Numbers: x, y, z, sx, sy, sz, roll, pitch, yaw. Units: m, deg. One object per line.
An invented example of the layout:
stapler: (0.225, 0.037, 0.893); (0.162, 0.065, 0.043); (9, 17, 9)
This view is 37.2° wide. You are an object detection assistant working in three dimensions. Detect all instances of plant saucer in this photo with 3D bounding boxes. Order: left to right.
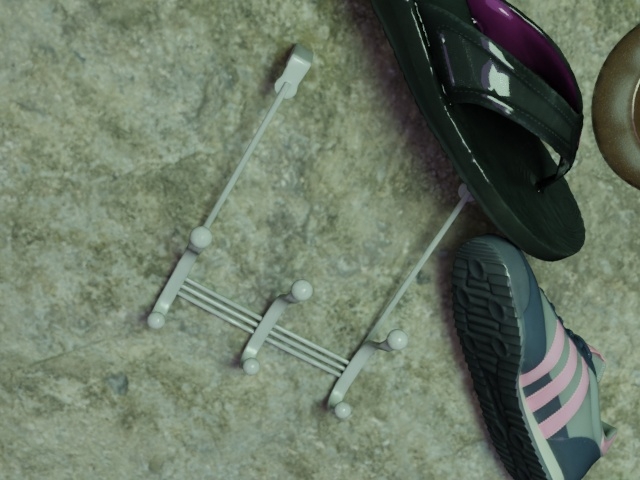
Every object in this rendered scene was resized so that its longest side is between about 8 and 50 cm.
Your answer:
plant saucer: (0.383, -0.139, 0.984); (0.198, 0.036, 0.199); (-1, 103, -3)

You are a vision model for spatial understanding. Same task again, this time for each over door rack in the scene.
over door rack: (0.000, 0.000, 0.951); (0.239, 0.108, 0.324); (28, 99, -11)

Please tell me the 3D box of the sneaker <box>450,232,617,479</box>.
sneaker: (0.228, 0.115, 0.991); (0.131, 0.112, 0.319); (-29, 119, -21)

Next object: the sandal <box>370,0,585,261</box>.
sandal: (0.151, -0.173, 0.881); (0.107, 0.167, 0.446); (-22, 106, 36)
